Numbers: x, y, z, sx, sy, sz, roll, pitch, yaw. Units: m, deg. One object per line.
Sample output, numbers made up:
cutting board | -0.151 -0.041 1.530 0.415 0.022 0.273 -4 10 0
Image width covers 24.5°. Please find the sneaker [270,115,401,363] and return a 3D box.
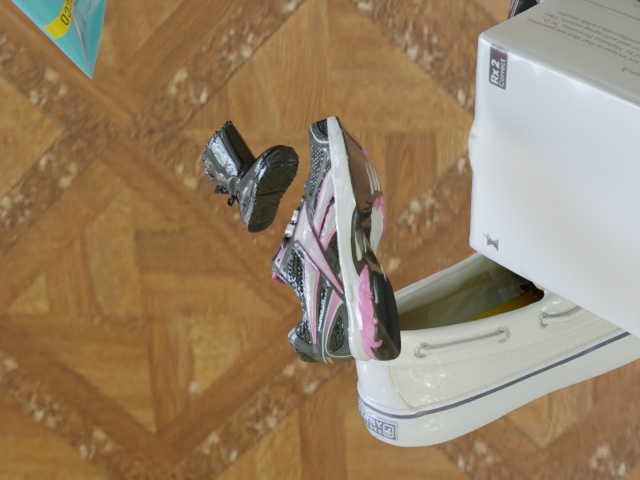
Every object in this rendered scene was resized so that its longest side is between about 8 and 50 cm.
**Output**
sneaker | 0.000 0.000 0.990 0.077 0.178 0.072 -14 152 17

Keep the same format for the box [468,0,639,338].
box | 0.206 -0.054 1.005 0.182 0.119 0.181 31 137 36

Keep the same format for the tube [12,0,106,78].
tube | -0.234 -0.216 1.160 0.052 0.080 0.207 -5 150 28

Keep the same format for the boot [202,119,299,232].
boot | -0.071 -0.077 1.453 0.045 0.099 0.121 -14 147 -31

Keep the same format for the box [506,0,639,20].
box | 0.298 -0.249 1.061 0.257 0.079 0.322 15 144 2

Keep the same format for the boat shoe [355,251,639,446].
boat shoe | 0.180 0.023 1.209 0.367 0.136 0.156 -22 121 -22
